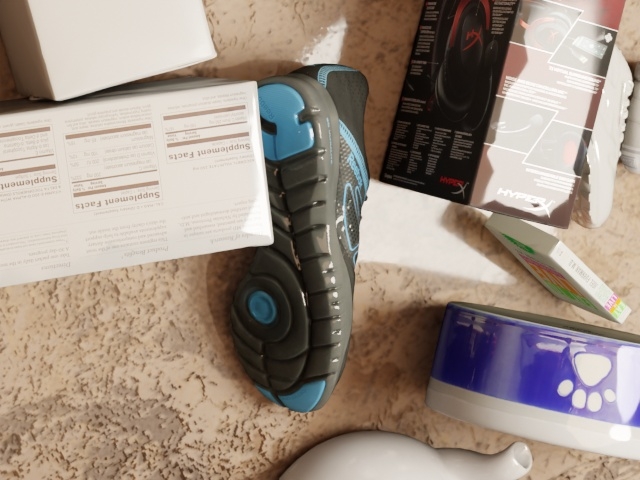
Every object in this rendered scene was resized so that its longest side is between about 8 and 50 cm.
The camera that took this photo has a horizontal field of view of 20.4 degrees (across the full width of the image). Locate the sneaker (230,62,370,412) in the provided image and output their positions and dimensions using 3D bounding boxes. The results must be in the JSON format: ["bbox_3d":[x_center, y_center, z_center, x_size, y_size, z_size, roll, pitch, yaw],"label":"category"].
[{"bbox_3d":[0.000,0.000,1.672,0.140,0.125,0.340,-31,131,-53],"label":"sneaker"}]

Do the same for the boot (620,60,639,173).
[{"bbox_3d":[0.435,-0.127,1.822,0.258,0.095,0.123,1,104,-18],"label":"boot"}]

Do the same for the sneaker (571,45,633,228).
[{"bbox_3d":[0.272,-0.129,1.777,0.095,0.090,0.235,-14,103,-26],"label":"sneaker"}]

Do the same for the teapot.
[{"bbox_3d":[0.062,0.313,1.704,0.253,0.187,0.256,-4,99,-18],"label":"teapot"}]

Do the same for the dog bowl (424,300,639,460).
[{"bbox_3d":[0.238,0.133,1.700,0.265,0.265,0.104,11,91,-20],"label":"dog bowl"}]

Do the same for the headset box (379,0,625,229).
[{"bbox_3d":[0.174,-0.174,1.662,0.110,0.218,0.293,13,92,-21],"label":"headset box"}]

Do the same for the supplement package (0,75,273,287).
[{"bbox_3d":[-0.200,-0.055,1.555,0.262,0.204,0.145,-9,99,-18],"label":"supplement package"}]

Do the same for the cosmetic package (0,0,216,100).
[{"bbox_3d":[-0.226,-0.313,1.519,0.155,0.197,0.365,-19,104,-17],"label":"cosmetic package"}]

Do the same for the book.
[{"bbox_3d":[0.236,0.025,1.750,0.144,0.096,0.035,40,84,-40],"label":"book"}]
